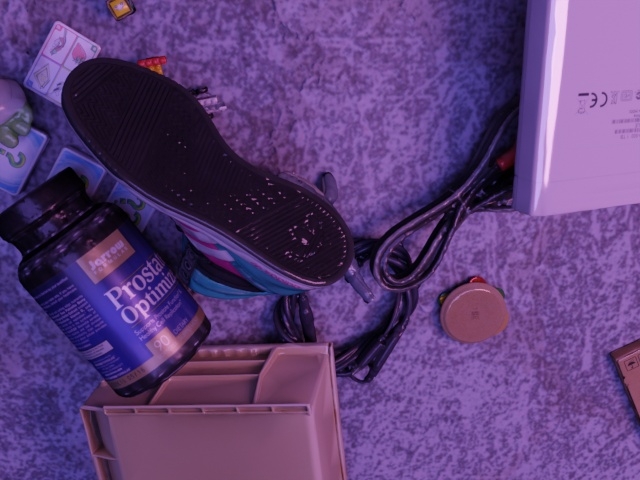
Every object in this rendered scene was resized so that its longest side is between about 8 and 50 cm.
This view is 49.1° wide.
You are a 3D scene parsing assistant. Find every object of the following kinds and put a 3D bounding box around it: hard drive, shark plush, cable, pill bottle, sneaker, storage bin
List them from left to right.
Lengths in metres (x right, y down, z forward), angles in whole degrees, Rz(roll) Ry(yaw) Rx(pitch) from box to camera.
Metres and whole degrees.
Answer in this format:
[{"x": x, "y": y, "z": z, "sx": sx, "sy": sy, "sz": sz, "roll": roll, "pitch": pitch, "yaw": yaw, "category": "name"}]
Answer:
[{"x": -0.221, "y": 0.041, "z": 0.709, "sx": 0.122, "sy": 0.123, "sz": 0.219, "roll": -34, "pitch": 105, "yaw": 7, "category": "pill bottle"}, {"x": -0.122, "y": -0.040, "z": 0.687, "sx": 0.295, "sy": 0.178, "sz": 0.124, "roll": 38, "pitch": 63, "yaw": -10, "category": "sneaker"}, {"x": -0.108, "y": 0.264, "z": 0.802, "sx": 0.260, "sy": 0.123, "sz": 0.262, "roll": -3, "pitch": 111, "yaw": 10, "category": "storage bin"}, {"x": 0.000, "y": 0.000, "z": 0.745, "sx": 0.073, "sy": 0.067, "sz": 0.161, "roll": -22, "pitch": 89, "yaw": 7, "category": "shark plush"}, {"x": 0.034, "y": 0.071, "z": 0.812, "sx": 0.150, "sy": 0.047, "sz": 0.184, "roll": 28, "pitch": 103, "yaw": -6, "category": "cable"}, {"x": 0.173, "y": -0.051, "z": 0.743, "sx": 0.287, "sy": 0.072, "sz": 0.139, "roll": -29, "pitch": 111, "yaw": -7, "category": "cable"}, {"x": 0.300, "y": -0.209, "z": 0.666, "sx": 0.233, "sy": 0.047, "sz": 0.353, "roll": -7, "pitch": 110, "yaw": -20, "category": "hard drive"}]

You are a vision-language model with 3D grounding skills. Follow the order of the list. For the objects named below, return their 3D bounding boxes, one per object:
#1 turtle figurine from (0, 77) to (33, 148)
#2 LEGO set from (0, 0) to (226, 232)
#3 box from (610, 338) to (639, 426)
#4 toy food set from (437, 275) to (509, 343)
[{"x": -0.370, "y": -0.087, "z": 0.573, "sx": 0.274, "sy": 0.266, "sz": 0.198, "roll": 24, "pitch": 94, "yaw": 24, "category": "turtle figurine"}, {"x": -0.217, "y": -0.118, "z": 0.710, "sx": 0.182, "sy": 0.060, "sz": 0.244, "roll": 30, "pitch": 104, "yaw": -18, "category": "LEGO set"}, {"x": 0.490, "y": 0.167, "z": 0.895, "sx": 0.201, "sy": 0.021, "sz": 0.164, "roll": -27, "pitch": 110, "yaw": 5, "category": "box"}, {"x": 0.183, "y": 0.085, "z": 0.838, "sx": 0.083, "sy": 0.020, "sz": 0.083, "roll": -19, "pitch": 110, "yaw": 2, "category": "toy food set"}]
